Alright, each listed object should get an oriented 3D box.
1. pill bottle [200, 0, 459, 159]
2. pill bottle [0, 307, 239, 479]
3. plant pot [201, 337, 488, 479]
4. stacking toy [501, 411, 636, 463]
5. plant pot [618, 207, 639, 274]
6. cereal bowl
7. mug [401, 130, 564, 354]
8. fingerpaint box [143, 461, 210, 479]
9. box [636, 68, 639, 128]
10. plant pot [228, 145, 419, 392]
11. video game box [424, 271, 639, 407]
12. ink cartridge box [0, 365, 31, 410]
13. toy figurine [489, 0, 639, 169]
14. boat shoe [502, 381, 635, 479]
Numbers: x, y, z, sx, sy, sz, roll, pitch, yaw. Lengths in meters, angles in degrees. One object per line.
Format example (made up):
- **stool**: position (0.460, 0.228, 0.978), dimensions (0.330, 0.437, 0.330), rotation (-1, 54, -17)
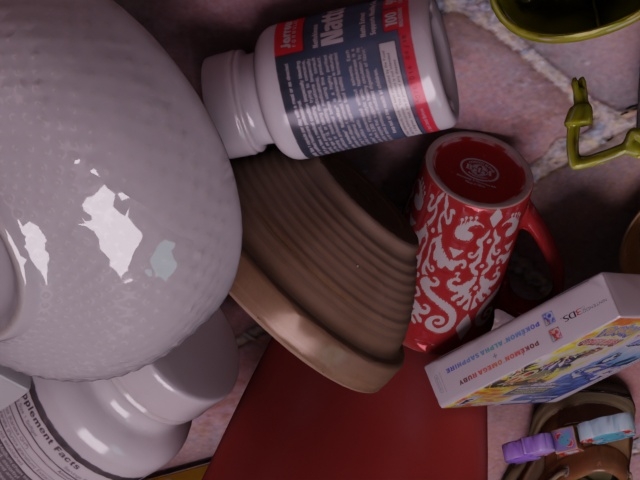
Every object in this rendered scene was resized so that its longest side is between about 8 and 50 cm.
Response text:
- **pill bottle**: position (0.007, -0.119, 1.406), dimensions (0.180, 0.108, 0.108), rotation (-12, 139, 12)
- **pill bottle**: position (-0.227, 0.152, 1.671), dimensions (0.318, 0.176, 0.176), rotation (-32, 131, 32)
- **plant pot**: position (0.032, 0.196, 1.645), dimensions (0.275, 0.243, 0.275), rotation (12, 151, 7)
- **stacking toy**: position (0.231, 0.182, 1.721), dimensions (0.221, 0.167, 0.052), rotation (-19, 160, 21)
- **plant pot**: position (0.376, -0.005, 1.611), dimensions (0.236, 0.032, 0.236), rotation (0, 140, 0)
- **cereal bowl**: position (-0.231, -0.031, 1.353), dimensions (0.339, 0.141, 0.339), rotation (21, 131, 26)
- **mug**: position (0.129, -0.003, 1.560), dimensions (0.150, 0.113, 0.169), rotation (-5, 138, -19)
- **fingerpaint box**: position (-0.182, 0.430, 2.012), dimensions (0.445, 0.163, 0.371), rotation (-16, 138, 17)
- **box**: position (0.321, -0.111, 1.452), dimensions (0.137, 0.072, 0.126), rotation (-4, 140, 2)
- **plant pot**: position (0.000, 0.000, 1.479), dimensions (0.110, 0.237, 0.237), rotation (-45, 127, 12)
- **video game box**: position (0.220, 0.087, 1.590), dimensions (0.187, 0.048, 0.205), rotation (-33, 159, 30)
- **ink cartridge box**: position (-0.340, 0.043, 1.557), dimensions (0.087, 0.153, 0.208), rotation (-31, 133, 30)
- **toy figurine**: position (0.314, -0.182, 1.278), dimensions (0.363, 0.191, 0.217), rotation (-20, -179, 14)
- **boat shoe**: position (0.247, 0.272, 1.869), dimensions (0.123, 0.120, 0.324), rotation (-1, 140, -1)
